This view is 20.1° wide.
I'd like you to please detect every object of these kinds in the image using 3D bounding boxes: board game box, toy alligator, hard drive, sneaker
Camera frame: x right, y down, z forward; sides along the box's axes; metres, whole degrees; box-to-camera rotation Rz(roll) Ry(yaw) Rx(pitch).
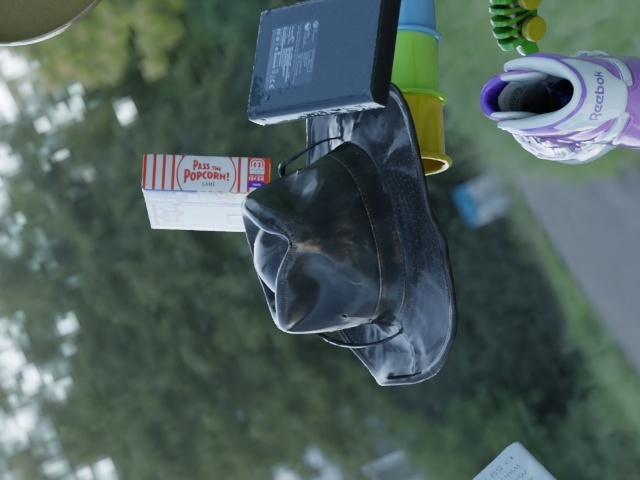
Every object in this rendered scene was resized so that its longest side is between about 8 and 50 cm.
[{"bbox_3d":[-0.133,-0.053,2.142,0.193,0.146,0.045,102,170,-76],"label":"board game box"},{"bbox_3d":[0.207,-0.276,1.999,0.056,0.051,0.190,25,135,51],"label":"toy alligator"},{"bbox_3d":[0.002,-0.142,1.393,0.022,0.135,0.094,19,-107,-43],"label":"hard drive"},{"bbox_3d":[0.199,-0.128,1.603,0.282,0.161,0.102,176,97,-70],"label":"sneaker"}]

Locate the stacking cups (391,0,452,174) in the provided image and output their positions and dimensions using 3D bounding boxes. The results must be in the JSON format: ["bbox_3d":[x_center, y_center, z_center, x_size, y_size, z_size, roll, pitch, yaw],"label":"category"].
[{"bbox_3d":[0.077,-0.224,1.746,0.096,0.096,0.316,30,-122,-74],"label":"stacking cups"}]

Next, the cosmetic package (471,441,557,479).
[{"bbox_3d":[0.179,0.292,1.461,0.151,0.151,0.183,50,177,-26],"label":"cosmetic package"}]

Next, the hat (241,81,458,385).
[{"bbox_3d":[0.000,0.000,1.695,0.331,0.134,0.331,170,90,-70],"label":"hat"}]

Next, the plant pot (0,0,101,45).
[{"bbox_3d":[-0.345,-0.325,2.207,0.032,0.236,0.236,62,-170,-53],"label":"plant pot"}]
